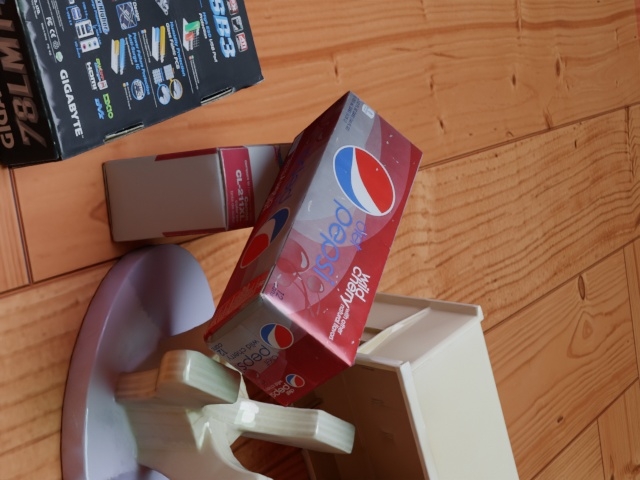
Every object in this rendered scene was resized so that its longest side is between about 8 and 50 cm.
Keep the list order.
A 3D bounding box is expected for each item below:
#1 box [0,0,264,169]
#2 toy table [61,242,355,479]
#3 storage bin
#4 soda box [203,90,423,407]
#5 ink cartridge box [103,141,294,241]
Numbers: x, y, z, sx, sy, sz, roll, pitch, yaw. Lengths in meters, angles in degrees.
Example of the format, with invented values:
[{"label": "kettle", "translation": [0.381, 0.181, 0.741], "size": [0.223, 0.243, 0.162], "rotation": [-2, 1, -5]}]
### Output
[{"label": "box", "translation": [-0.181, -0.239, 1.027], "size": [0.293, 0.073, 0.296], "rotation": [-35, 115, -55]}, {"label": "toy table", "translation": [-0.098, 0.133, 1.036], "size": [0.252, 0.160, 0.274], "rotation": [17, 73, -57]}, {"label": "storage bin", "translation": [0.053, 0.190, 1.190], "size": [0.123, 0.260, 0.262], "rotation": [-32, 114, -37]}, {"label": "soda box", "translation": [0.000, 0.000, 0.987], "size": [0.092, 0.083, 0.263], "rotation": [40, 42, -16]}, {"label": "ink cartridge box", "translation": [-0.086, -0.046, 1.104], "size": [0.175, 0.127, 0.072], "rotation": [-11, 95, -58]}]
